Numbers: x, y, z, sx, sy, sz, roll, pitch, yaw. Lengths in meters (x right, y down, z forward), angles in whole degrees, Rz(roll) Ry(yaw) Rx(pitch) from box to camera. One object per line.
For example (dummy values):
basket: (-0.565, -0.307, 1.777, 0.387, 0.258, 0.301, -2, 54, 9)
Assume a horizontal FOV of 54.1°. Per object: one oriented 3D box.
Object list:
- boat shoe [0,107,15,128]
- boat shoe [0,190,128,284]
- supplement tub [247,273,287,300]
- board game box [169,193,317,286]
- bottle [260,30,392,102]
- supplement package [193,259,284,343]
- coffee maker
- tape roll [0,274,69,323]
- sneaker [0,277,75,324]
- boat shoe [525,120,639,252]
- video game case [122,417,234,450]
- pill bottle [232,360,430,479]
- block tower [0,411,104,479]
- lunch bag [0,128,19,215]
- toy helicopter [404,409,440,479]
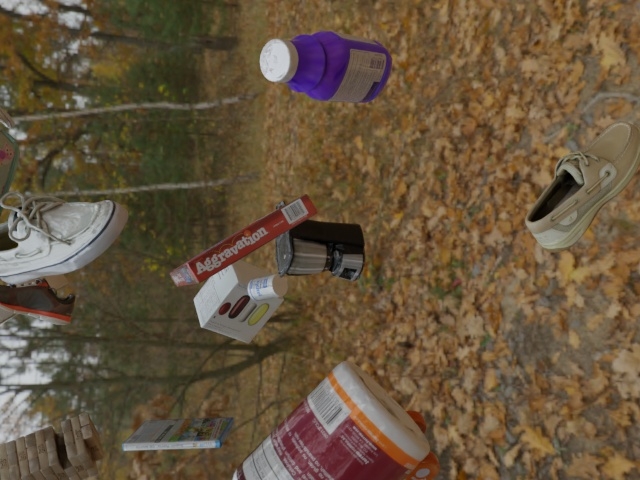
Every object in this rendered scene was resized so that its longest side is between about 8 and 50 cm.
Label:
boat shoe: (-0.706, -0.275, 1.350, 0.035, 0.035, 0.100, -58, -40, -27)
boat shoe: (-0.543, -0.025, 1.197, 0.156, 0.367, 0.136, 47, -139, -40)
supplement tub: (-0.159, 0.140, 1.868, 0.107, 0.071, 0.071, -15, 69, 39)
board game box: (-0.107, 0.008, 0.762, 0.027, 0.145, 0.281, 61, 163, -4)
bottle: (0.014, -0.303, 1.094, 0.092, 0.282, 0.118, 40, 121, 26)
supplement package: (-0.266, 0.192, 2.029, 0.203, 0.194, 0.149, -52, 38, 17)
coffee maker: (0.000, 0.000, 1.361, 0.120, 0.178, 0.171, 150, 123, -65)
tape roll: (-0.838, 0.184, 1.605, 0.072, 0.392, 0.392, 59, 169, -8)
sneaker: (-0.474, 0.086, 1.013, 0.061, 0.158, 0.065, 11, 78, 54)
boat shoe: (0.503, -0.120, 1.197, 0.302, 0.098, 0.109, -51, 28, -5)
video game case: (-0.244, 0.338, 1.096, 0.119, 0.166, 0.015, -33, -61, -86)
pill bottle: (-0.013, 0.430, 1.126, 0.392, 0.224, 0.224, -46, 19, 1)
block tower: (-0.588, 0.441, 1.174, 0.091, 0.335, 0.097, 54, 156, 42)
lunch bag: (-0.738, -0.141, 1.215, 0.108, 0.279, 0.224, 0, -71, -74)
toy helicopter: (0.076, 0.503, 1.411, 0.140, 0.355, 0.235, -103, 28, -53)
